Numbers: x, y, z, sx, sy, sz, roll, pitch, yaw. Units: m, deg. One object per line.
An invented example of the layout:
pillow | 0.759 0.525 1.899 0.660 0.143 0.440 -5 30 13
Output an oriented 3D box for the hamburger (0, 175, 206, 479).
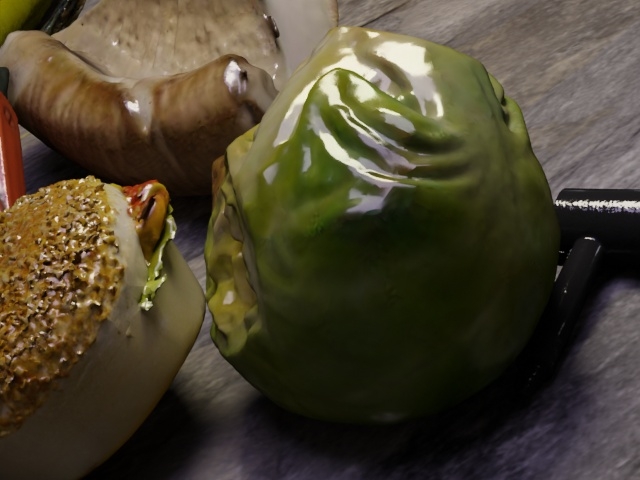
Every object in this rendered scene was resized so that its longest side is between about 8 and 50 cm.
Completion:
hamburger | -0.237 0.073 1.617 0.276 0.179 0.294 -4 48 57

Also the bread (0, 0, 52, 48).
bread | -0.425 -0.303 2.447 0.166 0.112 0.383 -28 24 26

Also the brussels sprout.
brussels sprout | 0.042 -0.013 1.550 0.344 0.268 0.344 -3 78 14

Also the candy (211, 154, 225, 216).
candy | 0.028 -0.047 1.751 0.271 0.101 0.143 -9 40 -1

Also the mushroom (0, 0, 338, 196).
mushroom | -0.177 -0.151 2.026 0.397 0.224 0.314 -22 63 29

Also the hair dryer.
hair dryer | 0.228 0.044 1.604 0.114 0.070 0.248 2 40 30

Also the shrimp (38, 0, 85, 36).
shrimp | -0.351 -0.236 2.279 0.262 0.051 0.198 -56 3 -41

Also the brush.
brush | -0.337 -0.058 1.926 0.051 0.070 0.323 -15 56 5
